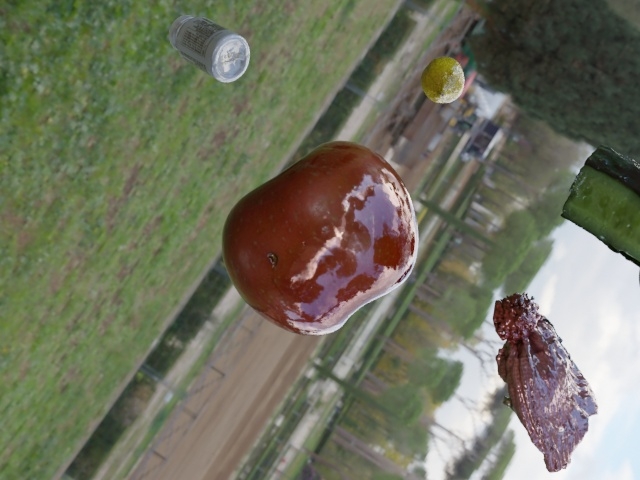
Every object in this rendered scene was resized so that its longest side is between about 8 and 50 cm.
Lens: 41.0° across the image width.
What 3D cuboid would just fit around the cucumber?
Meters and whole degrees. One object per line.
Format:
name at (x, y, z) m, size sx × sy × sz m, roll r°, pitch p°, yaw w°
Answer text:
cucumber at (0.316, -0.002, 0.735) m, size 0.062 × 0.211 × 0.078 m, roll -32°, pitch 148°, yaw -38°

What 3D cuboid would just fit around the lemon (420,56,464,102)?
lemon at (0.179, -0.234, 1.253) m, size 0.092 × 0.065 × 0.065 m, roll -82°, pitch -165°, yaw -50°

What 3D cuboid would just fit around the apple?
apple at (0.000, 0.000, 1.132) m, size 0.260 × 0.216 × 0.260 m, roll -34°, pitch -179°, yaw 1°

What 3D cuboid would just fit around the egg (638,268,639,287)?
egg at (0.697, 0.049, 1.634) m, size 0.151 × 0.151 × 0.209 m, roll -46°, pitch 158°, yaw -60°

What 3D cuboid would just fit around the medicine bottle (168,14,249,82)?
medicine bottle at (-0.183, -0.315, 1.385) m, size 0.079 × 0.140 × 0.079 m, roll -26°, pitch 133°, yaw -31°

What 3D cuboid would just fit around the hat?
hat at (0.359, 0.214, 1.417) m, size 0.107 × 0.286 × 0.237 m, roll -19°, pitch -164°, yaw 33°
